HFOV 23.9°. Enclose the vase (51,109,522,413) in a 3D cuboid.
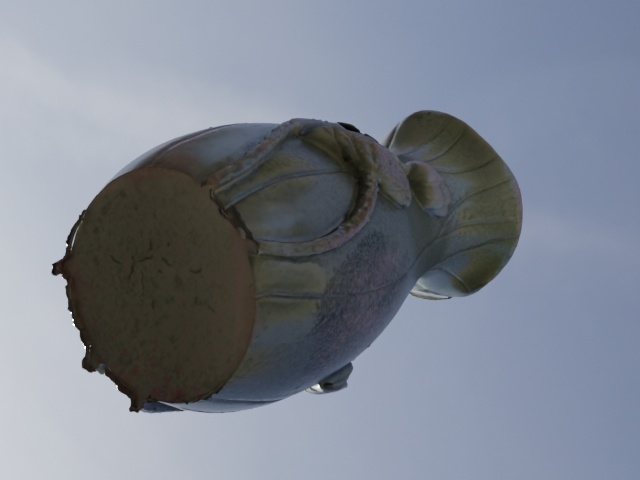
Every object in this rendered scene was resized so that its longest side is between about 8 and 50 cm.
[{"bbox_3d":[0.000,0.000,1.306,0.250,0.445,0.249,8,-76,34],"label":"vase"}]
